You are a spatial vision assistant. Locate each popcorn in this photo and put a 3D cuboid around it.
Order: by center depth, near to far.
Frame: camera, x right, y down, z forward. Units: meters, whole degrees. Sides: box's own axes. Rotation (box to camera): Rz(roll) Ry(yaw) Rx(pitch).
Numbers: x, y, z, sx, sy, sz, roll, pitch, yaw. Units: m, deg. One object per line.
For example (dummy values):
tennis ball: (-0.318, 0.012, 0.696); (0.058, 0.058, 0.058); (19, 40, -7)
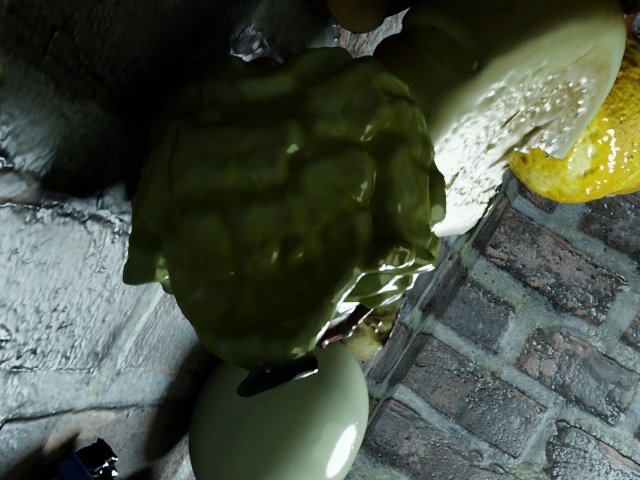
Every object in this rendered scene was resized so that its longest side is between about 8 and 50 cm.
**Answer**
popcorn: (-0.036, -0.032, 0.990); (0.293, 0.237, 0.293); (-25, -177, 1)

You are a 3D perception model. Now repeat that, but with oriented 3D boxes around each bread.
bread: (0.149, -0.153, 1.211); (0.333, 0.160, 0.333); (-30, 151, -18)
bread: (0.441, -0.229, 2.121); (0.204, 0.337, 0.358); (-24, 150, -23)

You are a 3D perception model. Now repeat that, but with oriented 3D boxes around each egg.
egg: (-0.055, 0.236, 1.550); (0.269, 0.219, 0.219); (-63, 166, 8)

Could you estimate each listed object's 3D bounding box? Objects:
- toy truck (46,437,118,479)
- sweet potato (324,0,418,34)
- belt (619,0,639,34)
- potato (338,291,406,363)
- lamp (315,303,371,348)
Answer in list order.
toy truck: (-0.258, 0.322, 1.212); (0.177, 0.161, 0.213); (-18, 143, -39)
sweet potato: (0.101, -0.306, 1.186); (0.286, 0.085, 0.112); (-53, 152, -20)
belt: (0.290, -0.293, 1.595); (0.338, 0.217, 0.122); (-21, 143, -54)
potato: (0.039, 0.040, 1.606); (0.299, 0.116, 0.239); (140, -42, -78)
lamp: (-0.004, 0.003, 1.371); (0.223, 0.215, 0.151); (-33, 179, -16)
